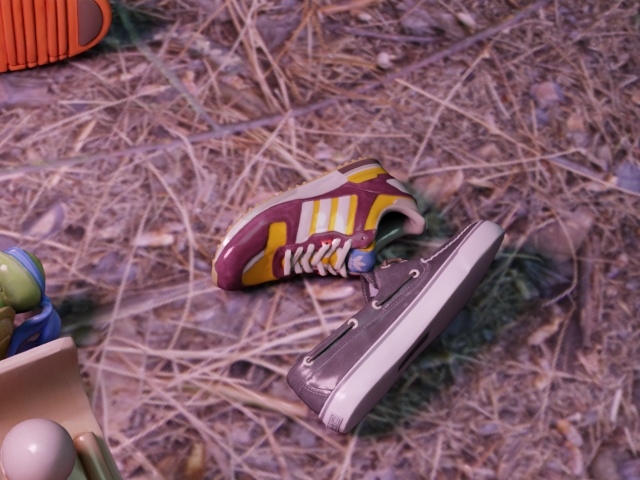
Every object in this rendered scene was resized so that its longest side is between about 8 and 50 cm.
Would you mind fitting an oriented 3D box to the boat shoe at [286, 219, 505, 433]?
[{"bbox_3d":[0.058,0.054,1.356,0.076,0.080,0.228,36,67,15],"label":"boat shoe"}]

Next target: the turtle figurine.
[{"bbox_3d":[-0.346,0.058,1.232,0.198,0.274,0.266,10,52,42],"label":"turtle figurine"}]

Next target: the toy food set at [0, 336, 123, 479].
[{"bbox_3d":[-0.202,0.239,1.098,0.220,0.092,0.306,-21,78,-19],"label":"toy food set"}]

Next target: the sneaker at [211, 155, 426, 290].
[{"bbox_3d":[0.000,0.000,1.383,0.185,0.069,0.084,-31,60,-23],"label":"sneaker"}]

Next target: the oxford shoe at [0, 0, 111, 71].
[{"bbox_3d":[-0.359,-0.236,1.466,0.364,0.130,0.132,6,48,-4],"label":"oxford shoe"}]
